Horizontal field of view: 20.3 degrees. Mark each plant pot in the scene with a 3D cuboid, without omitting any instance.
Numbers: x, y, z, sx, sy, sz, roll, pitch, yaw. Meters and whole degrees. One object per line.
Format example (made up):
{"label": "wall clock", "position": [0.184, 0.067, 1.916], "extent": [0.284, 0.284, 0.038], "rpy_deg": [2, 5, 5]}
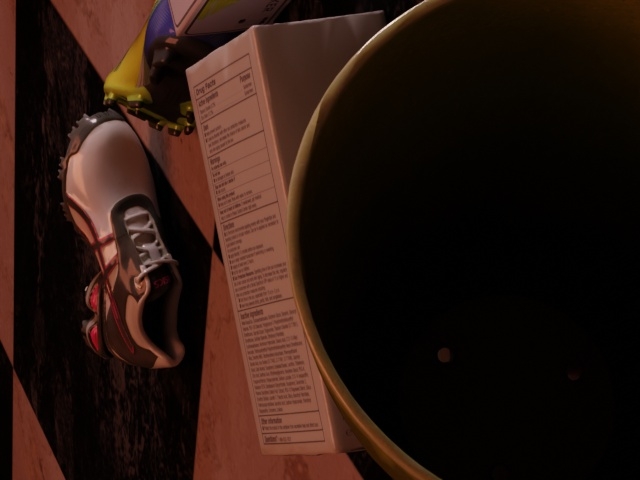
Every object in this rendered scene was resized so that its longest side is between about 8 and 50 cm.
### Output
{"label": "plant pot", "position": [0.116, 0.045, 0.941], "extent": [0.293, 0.275, 0.275], "rpy_deg": [96, 158, -71]}

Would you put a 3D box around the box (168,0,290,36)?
{"label": "box", "position": [-0.087, -0.329, 1.432], "extent": [0.169, 0.087, 0.290], "rpy_deg": [144, 114, -65]}

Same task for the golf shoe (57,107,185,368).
{"label": "golf shoe", "position": [-0.186, 0.000, 1.812], "extent": [0.120, 0.105, 0.273], "rpy_deg": [17, 122, 47]}

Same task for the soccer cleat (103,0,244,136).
{"label": "soccer cleat", "position": [-0.127, -0.174, 1.624], "extent": [0.289, 0.093, 0.121], "rpy_deg": [154, 135, -71]}

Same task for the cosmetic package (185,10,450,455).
{"label": "cosmetic package", "position": [0.000, 0.000, 1.331], "extent": [0.160, 0.113, 0.309], "rpy_deg": [165, 95, -67]}
